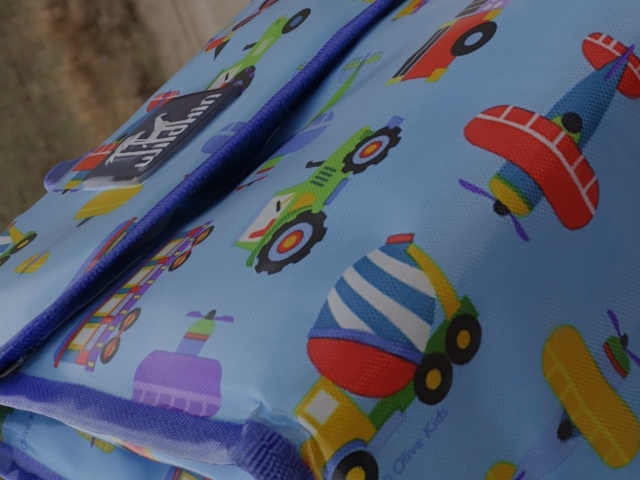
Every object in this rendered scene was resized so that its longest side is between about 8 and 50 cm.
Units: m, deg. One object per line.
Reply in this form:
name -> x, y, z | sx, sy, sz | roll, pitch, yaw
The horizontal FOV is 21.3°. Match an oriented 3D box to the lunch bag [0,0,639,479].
lunch bag -> 0.000, 0.000, 0.533 | 0.293, 0.221, 0.138 | 10, 143, 53
